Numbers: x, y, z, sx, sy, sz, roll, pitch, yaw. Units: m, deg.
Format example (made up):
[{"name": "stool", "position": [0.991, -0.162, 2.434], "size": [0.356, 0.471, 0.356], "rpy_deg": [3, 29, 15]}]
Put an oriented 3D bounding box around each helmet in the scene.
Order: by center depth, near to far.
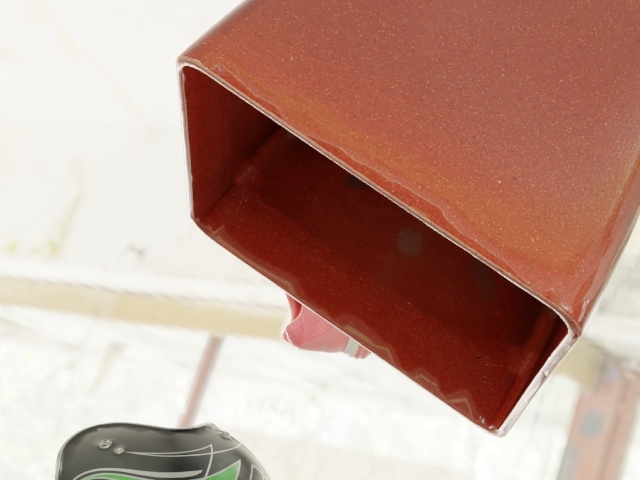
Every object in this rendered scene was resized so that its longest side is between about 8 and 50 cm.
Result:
[{"name": "helmet", "position": [-0.108, 0.210, 1.052], "size": [0.161, 0.169, 0.169], "rpy_deg": [3, -14, -8]}]

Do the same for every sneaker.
[{"name": "sneaker", "position": [0.000, 0.000, 1.950], "size": [0.136, 0.314, 0.116], "rpy_deg": [0, -19, -12]}]

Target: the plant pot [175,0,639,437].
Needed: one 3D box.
[{"name": "plant pot", "position": [0.089, -0.070, 0.945], "size": [0.267, 0.236, 0.267], "rpy_deg": [35, -18, 9]}]
